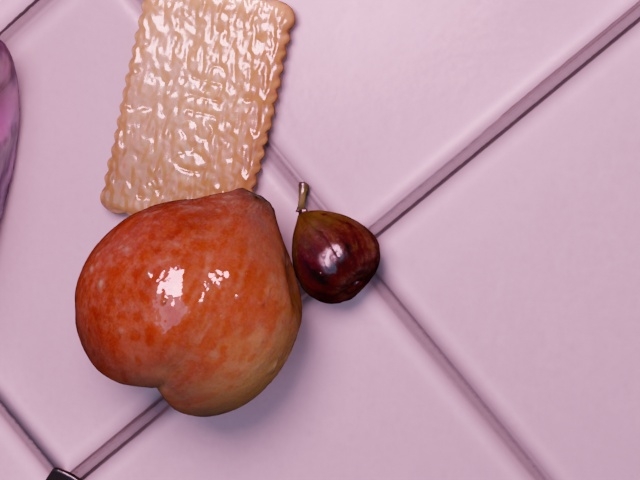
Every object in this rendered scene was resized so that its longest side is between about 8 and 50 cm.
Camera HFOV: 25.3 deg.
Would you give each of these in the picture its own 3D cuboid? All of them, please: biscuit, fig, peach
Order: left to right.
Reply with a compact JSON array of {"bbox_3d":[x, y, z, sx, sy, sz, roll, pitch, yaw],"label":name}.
[{"bbox_3d":[-0.125,-0.134,1.444,0.160,0.030,0.249,13,97,6],"label":"biscuit"},{"bbox_3d":[-0.117,0.051,1.381,0.233,0.232,0.232,1,95,8],"label":"peach"},{"bbox_3d":[0.000,0.000,1.422,0.089,0.089,0.125,-42,64,10],"label":"fig"}]

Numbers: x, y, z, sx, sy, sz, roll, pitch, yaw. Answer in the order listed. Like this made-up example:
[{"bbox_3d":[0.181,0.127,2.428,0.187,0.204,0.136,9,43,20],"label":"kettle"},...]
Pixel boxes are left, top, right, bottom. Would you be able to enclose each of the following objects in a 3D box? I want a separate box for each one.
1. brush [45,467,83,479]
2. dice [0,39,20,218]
[{"bbox_3d":[-0.306,0.331,1.522,0.063,0.016,0.193,35,99,4],"label":"brush"},{"bbox_3d":[-0.462,-0.092,1.376,0.270,0.270,0.271,12,97,7],"label":"dice"}]
